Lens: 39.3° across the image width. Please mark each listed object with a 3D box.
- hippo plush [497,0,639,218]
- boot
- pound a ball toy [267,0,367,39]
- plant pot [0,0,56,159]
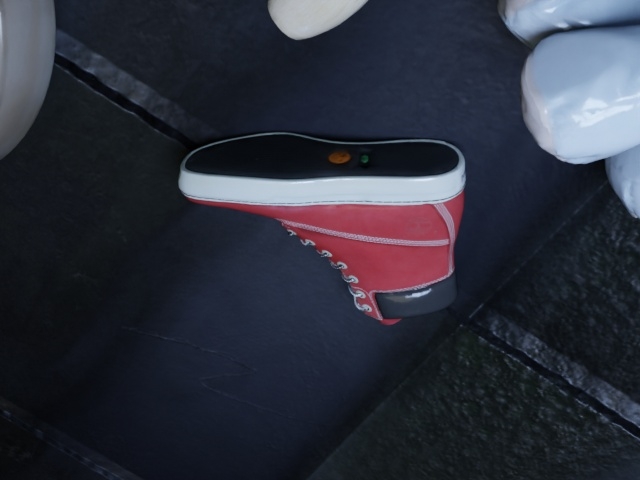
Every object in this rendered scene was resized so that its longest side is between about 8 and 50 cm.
[{"bbox_3d":[0.282,-0.115,0.575,0.294,0.234,0.236,1,156,34],"label":"hippo plush"},{"bbox_3d":[0.000,0.000,0.783,0.244,0.088,0.176,5,127,10],"label":"boot"},{"bbox_3d":[-0.021,-0.303,0.497,0.135,0.208,0.319,-22,115,29],"label":"pound a ball toy"},{"bbox_3d":[-0.406,-0.156,0.636,0.323,0.280,0.323,10,116,21],"label":"plant pot"}]
